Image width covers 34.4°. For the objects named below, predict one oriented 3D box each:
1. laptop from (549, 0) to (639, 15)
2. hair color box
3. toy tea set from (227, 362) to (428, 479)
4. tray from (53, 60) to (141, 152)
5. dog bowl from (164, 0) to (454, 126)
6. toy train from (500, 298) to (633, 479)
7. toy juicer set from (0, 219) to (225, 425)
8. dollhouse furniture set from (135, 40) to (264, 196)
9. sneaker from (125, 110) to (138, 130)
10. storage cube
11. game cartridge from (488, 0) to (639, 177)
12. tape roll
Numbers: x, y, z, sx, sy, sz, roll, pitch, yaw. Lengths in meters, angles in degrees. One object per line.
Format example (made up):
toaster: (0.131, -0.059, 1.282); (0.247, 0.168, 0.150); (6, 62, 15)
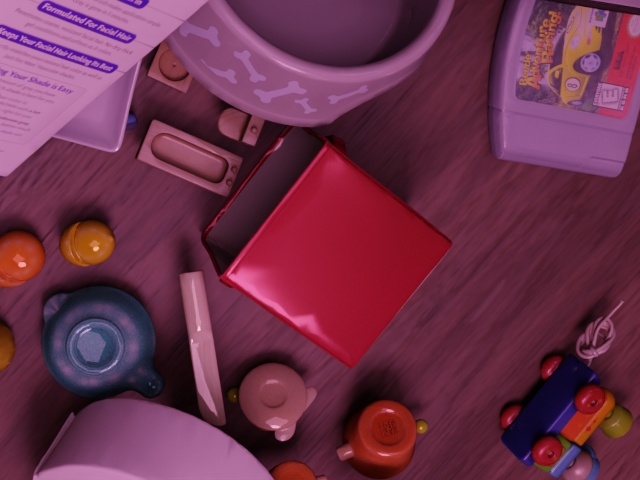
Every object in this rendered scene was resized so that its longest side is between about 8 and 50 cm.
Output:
laptop: (0.242, -0.479, 1.043); (0.382, 0.236, 0.408); (3, 71, -20)
hair color box: (-0.269, -0.205, 0.955); (0.339, 0.185, 0.110); (-33, 68, 24)
toy tea set: (-0.027, 0.272, 1.309); (0.336, 0.124, 0.200); (18, 66, 2)
tray: (-0.328, -0.196, 1.123); (0.270, 0.030, 0.145); (15, 94, 3)
dog bowl: (-0.009, -0.299, 1.091); (0.349, 0.102, 0.348); (4, 78, -21)
toy train: (0.369, 0.212, 1.385); (0.143, 0.105, 0.248); (36, 94, -28)
toy juicer set: (-0.254, 0.085, 1.227); (0.329, 0.089, 0.209); (12, 89, -6)
dollhouse furniture set: (-0.131, -0.144, 1.152); (0.144, 0.123, 0.151); (23, 86, -17)
sneaker: (-0.274, -0.162, 1.170); (0.144, 0.053, 0.059); (15, 99, -16)
storage cube: (0.000, 0.000, 1.202); (0.193, 0.183, 0.215); (36, 94, -20)
game cartridge: (0.312, -0.233, 1.276); (0.196, 0.060, 0.294); (8, 103, -11)
tape roll: (-0.190, 0.312, 1.203); (0.286, 0.100, 0.286); (14, 136, 14)
